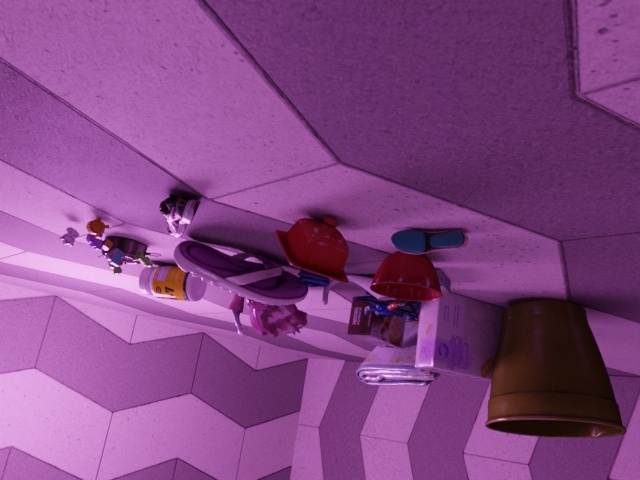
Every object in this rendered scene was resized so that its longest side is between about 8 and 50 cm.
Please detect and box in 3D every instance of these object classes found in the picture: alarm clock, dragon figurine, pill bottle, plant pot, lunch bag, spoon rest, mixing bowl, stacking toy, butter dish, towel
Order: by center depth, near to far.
[{"bbox_3d":[0.000,0.000,1.243,0.160,0.118,0.160,20,-159,-27],"label":"butter dish"},{"bbox_3d":[0.219,0.086,1.414,0.181,0.098,0.181,8,162,3],"label":"mixing bowl"},{"bbox_3d":[-0.615,0.028,1.603,0.167,0.052,0.221,-11,136,37],"label":"stacking toy"},{"bbox_3d":[0.667,0.373,1.643,0.366,0.353,0.366,4,155,2],"label":"plant pot"},{"bbox_3d":[-0.020,0.105,1.647,0.098,0.065,0.067,10,163,-6],"label":"lunch bag"},{"bbox_3d":[0.141,0.141,1.697,0.276,0.084,0.137,-6,163,2],"label":"spoon rest"},{"bbox_3d":[-0.588,0.036,1.728,0.192,0.064,0.129,6,162,0],"label":"alarm clock"},{"bbox_3d":[0.221,0.205,1.809,0.144,0.085,0.289,-5,161,34],"label":"dragon figurine"},{"bbox_3d":[-0.511,0.145,1.932,0.208,0.119,0.119,3,162,19],"label":"pill bottle"},{"bbox_3d":[0.350,0.421,2.108,0.374,0.320,0.090,-12,110,50],"label":"towel"}]

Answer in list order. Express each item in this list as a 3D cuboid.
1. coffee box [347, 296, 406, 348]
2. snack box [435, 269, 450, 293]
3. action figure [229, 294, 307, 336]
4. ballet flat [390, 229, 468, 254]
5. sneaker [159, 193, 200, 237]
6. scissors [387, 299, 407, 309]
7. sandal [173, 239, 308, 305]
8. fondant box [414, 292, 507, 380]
[{"bbox_3d":[0.209,0.300,2.032,0.098,0.141,0.246,-3,158,35],"label":"coffee box"},{"bbox_3d":[0.301,0.115,1.569,0.100,0.037,0.141,1,162,26],"label":"snack box"},{"bbox_3d":[-0.179,0.174,1.858,0.248,0.276,0.370,-23,138,2],"label":"action figure"},{"bbox_3d":[0.240,0.006,1.229,0.168,0.057,0.052,1,171,24],"label":"ballet flat"},{"bbox_3d":[-0.334,-0.066,1.287,0.077,0.072,0.178,27,150,-15],"label":"sneaker"},{"bbox_3d":[0.226,0.186,1.614,0.109,0.021,0.297,-29,175,16],"label":"scissors"},{"bbox_3d":[-0.206,0.082,1.595,0.416,0.169,0.102,17,121,-25],"label":"sandal"},{"bbox_3d":[0.465,0.311,1.772,0.330,0.238,0.096,17,162,-24],"label":"fondant box"}]
